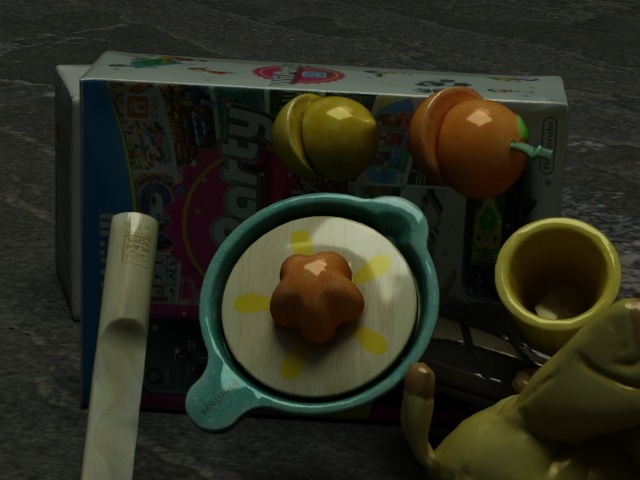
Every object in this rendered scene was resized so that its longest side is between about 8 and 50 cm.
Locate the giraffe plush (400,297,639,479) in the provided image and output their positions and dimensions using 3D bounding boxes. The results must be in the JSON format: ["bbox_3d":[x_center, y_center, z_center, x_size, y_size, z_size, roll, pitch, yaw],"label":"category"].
[{"bbox_3d":[0.147,0.120,0.917,0.210,0.181,0.170,-10,-2,26],"label":"giraffe plush"}]

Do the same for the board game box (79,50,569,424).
[{"bbox_3d":[0.000,0.000,1.175,0.303,0.224,0.097,3,18,3],"label":"board game box"}]

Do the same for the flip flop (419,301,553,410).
[{"bbox_3d":[0.163,0.115,1.076,0.277,0.080,0.112,22,26,10],"label":"flip flop"}]

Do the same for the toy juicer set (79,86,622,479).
[{"bbox_3d":[-0.012,0.007,1.026,0.329,0.209,0.089,-19,-27,-1],"label":"toy juicer set"}]

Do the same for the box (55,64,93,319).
[{"bbox_3d":[-0.152,-0.040,1.383,0.091,0.170,0.130,-1,17,-14],"label":"box"}]
